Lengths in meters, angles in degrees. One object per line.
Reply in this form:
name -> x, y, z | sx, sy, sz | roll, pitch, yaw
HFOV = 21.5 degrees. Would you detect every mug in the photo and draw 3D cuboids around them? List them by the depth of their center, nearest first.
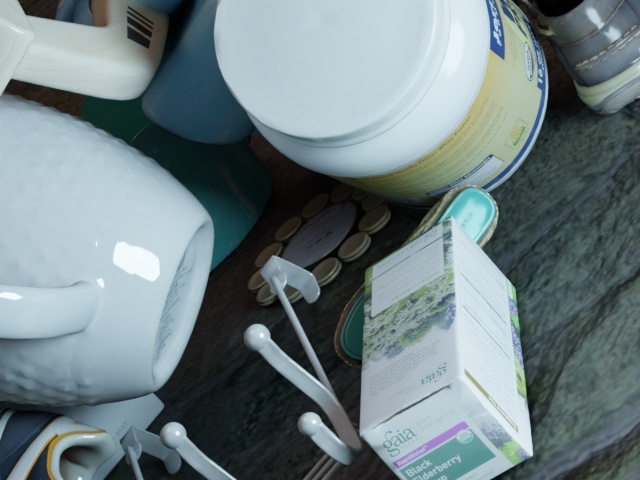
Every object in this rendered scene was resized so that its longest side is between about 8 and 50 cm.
mug -> -0.285, 0.017, 1.475 | 0.374, 0.328, 0.276 | -39, -35, -77

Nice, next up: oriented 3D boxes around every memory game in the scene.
memory game -> 0.000, 0.000, 1.735 | 0.186, 0.012, 0.186 | -34, 25, 18

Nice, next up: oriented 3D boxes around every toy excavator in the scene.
toy excavator -> -0.153, -0.203, 1.585 | 0.222, 0.433, 0.445 | -54, 23, 23

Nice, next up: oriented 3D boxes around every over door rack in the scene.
over door rack -> -0.092, 0.162, 1.412 | 0.239, 0.108, 0.324 | -50, 21, 14

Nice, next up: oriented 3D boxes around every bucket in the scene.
bucket -> -0.202, -0.067, 1.939 | 0.281, 0.183, 0.281 | -32, 25, 17

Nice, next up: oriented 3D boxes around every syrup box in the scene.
syrup box -> 0.096, 0.092, 1.327 | 0.093, 0.096, 0.237 | -33, 25, 20

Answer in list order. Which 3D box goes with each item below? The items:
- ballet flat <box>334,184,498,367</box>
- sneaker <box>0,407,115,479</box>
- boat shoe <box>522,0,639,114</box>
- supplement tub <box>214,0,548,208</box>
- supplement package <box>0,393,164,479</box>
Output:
ballet flat -> 0.084, 0.038, 1.498 | 0.206, 0.073, 0.067 | -46, -2, -18
sneaker -> -0.262, 0.291, 1.473 | 0.127, 0.126, 0.321 | 1, 57, 11
boat shoe -> 0.257, -0.253, 1.639 | 0.132, 0.130, 0.355 | -35, 25, 11
supplement tub -> 0.058, -0.157, 1.484 | 0.228, 0.228, 0.316 | -34, -17, 14
supplement package -> -0.298, 0.166, 1.740 | 0.139, 0.134, 0.244 | -51, 25, -22
